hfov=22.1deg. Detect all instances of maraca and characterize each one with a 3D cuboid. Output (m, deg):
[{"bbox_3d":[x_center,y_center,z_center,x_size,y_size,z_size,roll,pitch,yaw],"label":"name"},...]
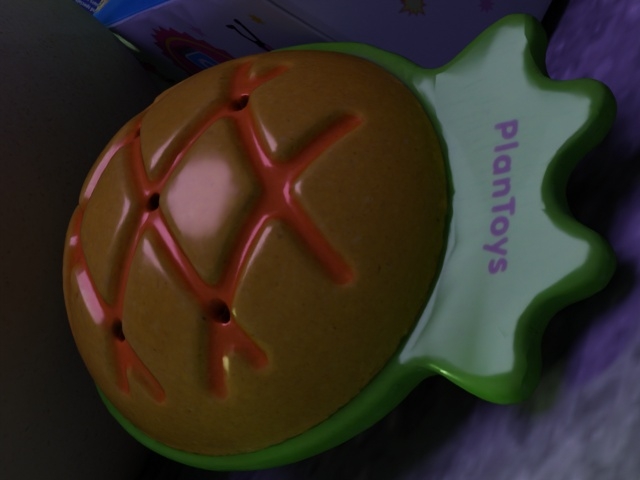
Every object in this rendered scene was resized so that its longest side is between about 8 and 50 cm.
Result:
[{"bbox_3d":[0.000,0.000,0.458,0.186,0.099,0.127,-12,68,38],"label":"maraca"}]

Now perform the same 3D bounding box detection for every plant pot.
[{"bbox_3d":[-0.154,0.006,0.619,0.191,0.284,0.284,-39,10,-28],"label":"plant pot"}]

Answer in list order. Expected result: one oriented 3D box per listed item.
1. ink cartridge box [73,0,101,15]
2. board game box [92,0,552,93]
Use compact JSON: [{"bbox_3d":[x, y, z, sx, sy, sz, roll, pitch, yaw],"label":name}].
[{"bbox_3d":[-0.124,-0.223,0.942,0.332,0.165,0.065,-55,21,10],"label":"ink cartridge box"},{"bbox_3d":[0.042,-0.188,0.609,0.303,0.097,0.224,-64,20,-9],"label":"board game box"}]
